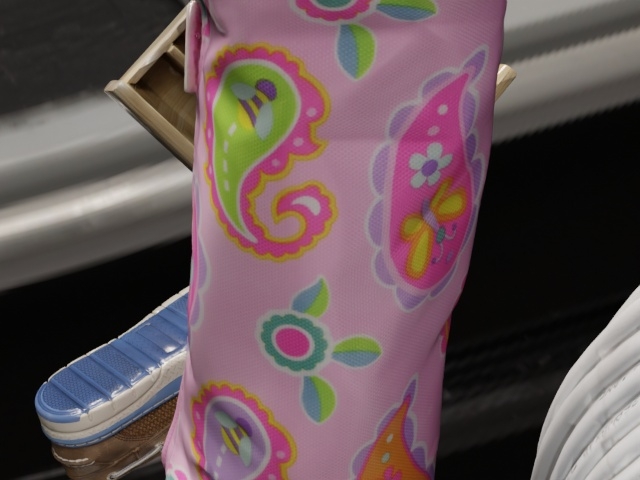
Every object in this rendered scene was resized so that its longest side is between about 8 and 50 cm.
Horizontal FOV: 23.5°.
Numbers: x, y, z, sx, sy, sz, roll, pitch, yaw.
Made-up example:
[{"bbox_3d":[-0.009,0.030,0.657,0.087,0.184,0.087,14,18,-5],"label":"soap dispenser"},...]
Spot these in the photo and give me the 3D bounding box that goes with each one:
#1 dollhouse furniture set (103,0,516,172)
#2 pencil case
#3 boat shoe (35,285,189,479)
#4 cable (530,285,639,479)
[{"bbox_3d":[-0.033,-0.125,1.046,0.212,0.242,0.161,43,-99,-17],"label":"dollhouse furniture set"},{"bbox_3d":[0.000,0.000,0.591,0.124,0.124,0.284,-5,-59,-16],"label":"pencil case"},{"bbox_3d":[-0.068,0.072,0.837,0.183,0.066,0.066,-26,-54,-24],"label":"boat shoe"},{"bbox_3d":[0.184,0.094,0.418,0.257,0.089,0.257,25,-45,-13],"label":"cable"}]
